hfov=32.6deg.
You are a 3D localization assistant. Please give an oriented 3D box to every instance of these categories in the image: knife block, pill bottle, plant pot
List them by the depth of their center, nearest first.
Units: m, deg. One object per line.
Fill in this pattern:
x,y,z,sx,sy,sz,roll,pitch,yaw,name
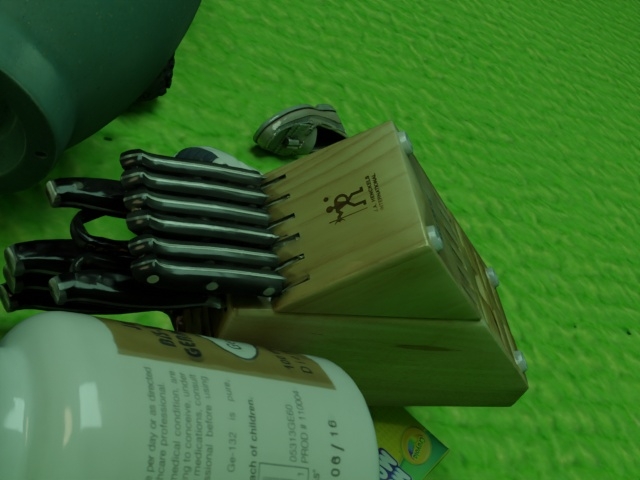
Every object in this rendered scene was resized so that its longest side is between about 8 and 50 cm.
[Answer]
-0.099,0.102,0.503,0.229,0.131,0.131,14,36,-32,pill bottle
-0.033,0.043,0.633,0.275,0.242,0.088,48,24,-51,knife block
-0.213,-0.150,0.644,0.293,0.293,0.196,22,58,-21,plant pot

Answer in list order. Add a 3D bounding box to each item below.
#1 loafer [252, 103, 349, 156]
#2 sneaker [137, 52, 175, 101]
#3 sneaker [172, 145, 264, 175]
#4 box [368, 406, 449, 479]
-0.012,-0.095,0.969,0.039,0.045,0.125,49,29,10,loafer
-0.226,-0.244,0.919,0.146,0.134,0.343,-26,66,-17,sneaker
0.000,0.000,0.791,0.235,0.094,0.153,33,28,-3,sneaker
0.002,0.117,0.674,0.179,0.043,0.105,43,31,11,box
